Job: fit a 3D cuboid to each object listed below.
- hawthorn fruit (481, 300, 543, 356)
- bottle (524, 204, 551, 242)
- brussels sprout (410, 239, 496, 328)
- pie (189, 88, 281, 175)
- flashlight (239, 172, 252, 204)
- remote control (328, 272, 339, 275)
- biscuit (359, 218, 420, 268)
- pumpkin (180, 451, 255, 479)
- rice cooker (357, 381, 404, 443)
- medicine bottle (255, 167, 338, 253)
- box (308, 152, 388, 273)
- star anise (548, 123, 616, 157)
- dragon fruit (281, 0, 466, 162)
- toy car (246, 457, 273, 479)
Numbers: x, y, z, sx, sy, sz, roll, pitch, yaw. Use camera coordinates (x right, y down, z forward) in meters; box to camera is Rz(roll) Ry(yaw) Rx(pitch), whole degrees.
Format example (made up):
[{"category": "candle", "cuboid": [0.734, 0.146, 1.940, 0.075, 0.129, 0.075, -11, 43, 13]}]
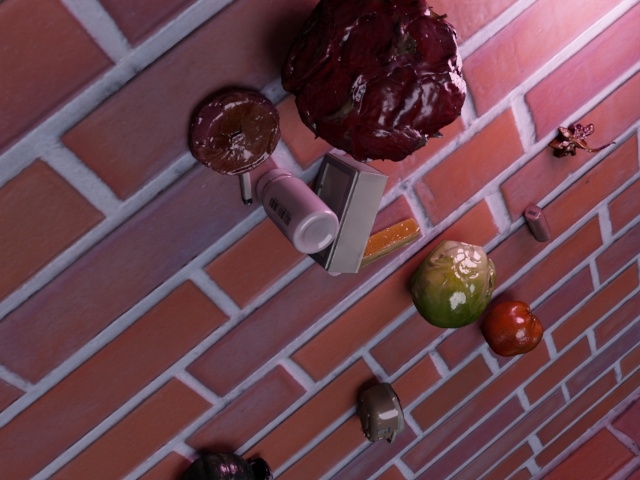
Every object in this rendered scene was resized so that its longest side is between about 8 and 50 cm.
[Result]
[{"category": "hawthorn fruit", "cuboid": [0.594, 0.276, 2.183, 0.189, 0.189, 0.189, -20, 134, -22]}, {"category": "bottle", "cuboid": [0.629, -0.047, 2.022, 0.053, 0.053, 0.140, -42, 137, 0]}, {"category": "brussels sprout", "cuboid": [0.352, 0.120, 1.850, 0.244, 0.244, 0.244, -20, 134, -22]}, {"category": "pie", "cuboid": [-0.159, -0.203, 1.315, 0.182, 0.049, 0.182, -18, 136, -18]}, {"category": "flashlight", "cuboid": [-0.152, -0.110, 1.419, 0.018, 0.018, 0.083, -22, 134, -21]}, {"category": "remote control", "cuboid": [0.000, 0.000, 1.608, 0.073, 0.044, 0.229, -43, 130, -4]}, {"category": "biscuit", "cuboid": [0.159, 0.009, 1.724, 0.188, 0.052, 0.056, -26, 148, -16]}, {"category": "pumpkin", "cuboid": [-0.275, 0.664, 1.868, 0.212, 0.152, 0.211, -9, 129, -11]}, {"category": "rice cooker", "cuboid": [0.181, 0.518, 2.095, 0.127, 0.145, 0.206, -10, 133, -15]}, {"category": "medicine bottle", "cuboid": [-0.051, -0.063, 1.408, 0.103, 0.186, 0.102, -20, 133, -23]}, {"category": "box", "cuboid": [0.045, -0.059, 1.493, 0.086, 0.129, 0.225, 6, 110, -35]}, {"category": "star anise", "cuboid": [0.705, -0.266, 1.879, 0.191, 0.070, 0.097, -9, 119, -15]}, {"category": "dragon fruit", "cuboid": [0.094, -0.298, 1.242, 0.329, 0.329, 0.329, -20, 134, -22]}, {"category": "toy car", "cuboid": [-0.198, 0.718, 2.019, 0.108, 0.089, 0.209, 23, 110, -45]}]
